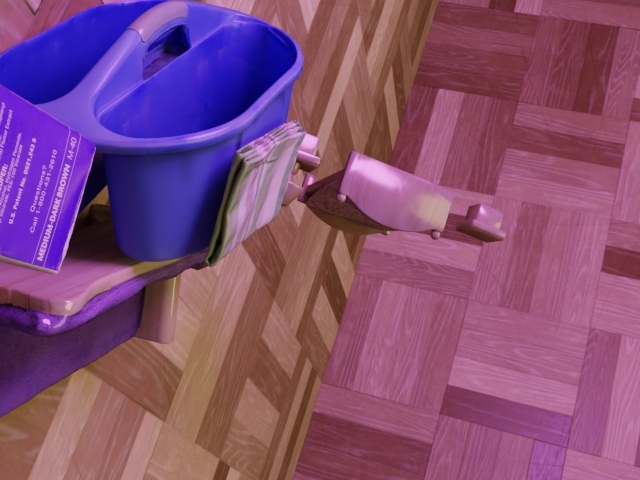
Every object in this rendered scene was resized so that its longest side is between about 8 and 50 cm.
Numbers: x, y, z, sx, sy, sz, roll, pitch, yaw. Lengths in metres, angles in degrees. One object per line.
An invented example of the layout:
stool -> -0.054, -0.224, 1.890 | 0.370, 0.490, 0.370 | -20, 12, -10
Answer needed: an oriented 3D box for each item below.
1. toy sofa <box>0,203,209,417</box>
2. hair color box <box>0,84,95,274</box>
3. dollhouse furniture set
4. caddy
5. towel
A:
toy sofa -> -0.235, 0.073, 0.806 | 0.362, 0.177, 0.150 | -33, 133, -71
hair color box -> -0.291, -0.072, 0.457 | 0.339, 0.185, 0.110 | 36, 67, -75
dollhouse furniture set -> 0.000, 0.000, 1.091 | 0.303, 0.355, 0.174 | 166, -56, -74
caddy -> -0.157, -0.137, 0.805 | 0.341, 0.241, 0.179 | -58, 160, -53
towel -> -0.057, -0.045, 0.779 | 0.152, 0.023, 0.113 | -49, 158, -65
